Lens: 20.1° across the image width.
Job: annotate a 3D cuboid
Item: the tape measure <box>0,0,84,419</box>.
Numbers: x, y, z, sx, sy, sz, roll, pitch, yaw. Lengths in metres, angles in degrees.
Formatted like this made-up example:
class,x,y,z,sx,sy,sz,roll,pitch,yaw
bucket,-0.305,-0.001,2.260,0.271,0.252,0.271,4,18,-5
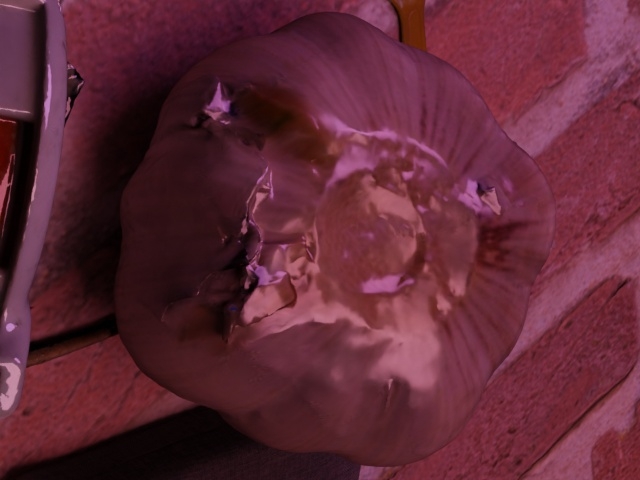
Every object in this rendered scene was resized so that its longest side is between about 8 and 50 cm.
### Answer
class,x,y,z,sx,sy,sz,roll,pitch,yaw
tape measure,-0.201,-0.041,0.961,0.125,0.243,0.246,10,104,-22

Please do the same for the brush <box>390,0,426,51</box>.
class,x,y,z,sx,sy,sz,roll,pitch,yaw
brush,0.072,-0.162,1.383,0.083,0.011,0.205,-32,134,-32

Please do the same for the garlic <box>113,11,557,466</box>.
class,x,y,z,sx,sy,sz,roll,pitch,yaw
garlic,0.010,-0.001,1.231,0.322,0.241,0.322,-15,122,-25

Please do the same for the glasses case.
class,x,y,z,sx,sy,sz,roll,pitch,yaw
glasses case,-0.099,0.201,1.361,0.323,0.074,0.131,-15,124,-42

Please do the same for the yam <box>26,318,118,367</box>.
class,x,y,z,sx,sy,sz,roll,pitch,yaw
yam,-0.174,0.071,1.249,0.107,0.014,0.014,-18,125,-40
